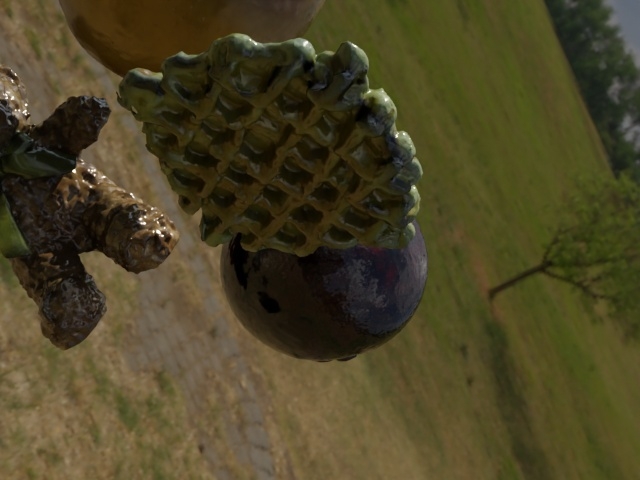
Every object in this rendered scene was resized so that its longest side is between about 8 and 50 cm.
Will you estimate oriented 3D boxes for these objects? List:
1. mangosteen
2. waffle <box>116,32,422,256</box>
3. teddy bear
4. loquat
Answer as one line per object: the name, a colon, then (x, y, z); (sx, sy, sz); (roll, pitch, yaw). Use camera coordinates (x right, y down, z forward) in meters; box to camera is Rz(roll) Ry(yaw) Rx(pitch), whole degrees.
mangosteen: (0.000, 0.000, 1.055); (0.228, 0.228, 0.265); (-43, 126, -75)
waffle: (-0.026, -0.067, 0.725); (0.223, 0.204, 0.054); (66, 33, -46)
teddy bear: (-0.311, -0.061, 1.024); (0.296, 0.246, 0.222); (38, -9, 46)
loquat: (-0.103, -0.309, 0.950); (0.328, 0.359, 0.328); (180, -90, -71)
